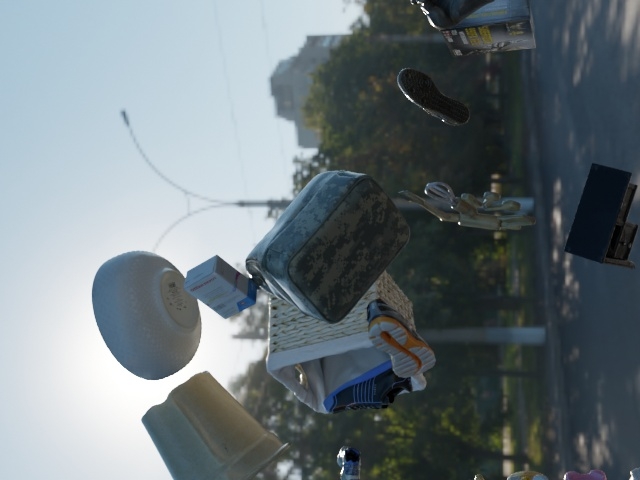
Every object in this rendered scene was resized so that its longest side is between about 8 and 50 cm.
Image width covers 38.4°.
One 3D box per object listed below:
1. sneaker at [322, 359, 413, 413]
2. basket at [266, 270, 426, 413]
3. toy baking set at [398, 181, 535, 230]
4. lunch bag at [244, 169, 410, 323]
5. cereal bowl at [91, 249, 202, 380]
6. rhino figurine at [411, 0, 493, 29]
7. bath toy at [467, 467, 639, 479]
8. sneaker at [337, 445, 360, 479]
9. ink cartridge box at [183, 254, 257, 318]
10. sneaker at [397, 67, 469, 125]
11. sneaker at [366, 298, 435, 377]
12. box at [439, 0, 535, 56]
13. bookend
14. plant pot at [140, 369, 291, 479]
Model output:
[{"bbox_3d":[0.113,0.372,2.197,0.081,0.232,0.090,24,-143,-58],"label":"sneaker"},{"bbox_3d":[0.063,0.254,2.411,0.328,0.331,0.266,49,-151,-50],"label":"basket"},{"bbox_3d":[0.291,-0.069,1.805,0.197,0.256,0.030,50,-130,-64],"label":"toy baking set"},{"bbox_3d":[0.000,0.000,1.944,0.305,0.256,0.212,-50,-58,-17],"label":"lunch bag"},{"bbox_3d":[-0.405,0.173,2.293,0.339,0.141,0.339,47,-150,-39],"label":"cereal bowl"},{"bbox_3d":[0.268,-0.441,1.566,0.106,0.243,0.073,33,-135,-40],"label":"rhino figurine"},{"bbox_3d":[0.419,0.436,1.501,0.151,0.348,0.129,-64,-34,-66],"label":"bath toy"},{"bbox_3d":[0.069,0.473,1.996,0.135,0.052,0.058,-111,28,-76],"label":"sneaker"},{"bbox_3d":[-0.199,0.093,1.837,0.122,0.088,0.052,41,-146,-34],"label":"ink cartridge box"},{"bbox_3d":[0.231,-0.300,1.977,0.066,0.188,0.071,-62,21,-12],"label":"sneaker"},{"bbox_3d":[0.150,0.183,1.720,0.215,0.084,0.083,53,-166,-43],"label":"sneaker"},{"bbox_3d":[0.351,-0.445,1.918,0.231,0.183,0.056,10,-102,-75],"label":"box"},{"bbox_3d":[0.503,-0.038,1.576,0.157,0.072,0.156,9,-81,-52],"label":"bookend"},{"bbox_3d":[-0.299,0.525,2.435,0.305,0.334,0.334,52,-174,8],"label":"plant pot"}]
